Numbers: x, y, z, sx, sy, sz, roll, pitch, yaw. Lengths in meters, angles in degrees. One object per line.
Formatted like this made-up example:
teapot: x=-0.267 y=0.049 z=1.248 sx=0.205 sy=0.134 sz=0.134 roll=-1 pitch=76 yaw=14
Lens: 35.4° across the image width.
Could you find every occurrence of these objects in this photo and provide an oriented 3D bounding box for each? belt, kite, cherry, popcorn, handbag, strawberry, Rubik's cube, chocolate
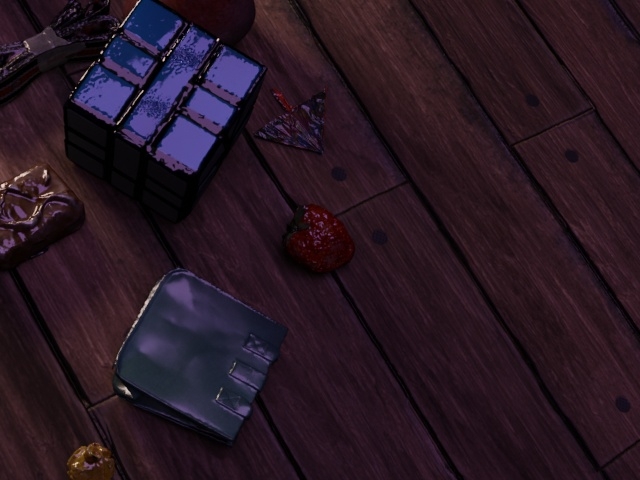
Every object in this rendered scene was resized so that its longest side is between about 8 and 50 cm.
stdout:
belt: x=-0.565 y=-0.382 z=2.034 sx=0.359 sy=0.094 sz=0.126 roll=-38 pitch=83 yaw=-28
kite: x=-0.047 y=-0.266 z=2.204 sx=0.232 sy=0.009 sz=0.189 roll=-33 pitch=79 yaw=-29
cherry: x=-0.265 y=-0.501 z=2.101 sx=0.307 sy=0.261 sz=0.221 roll=-20 pitch=72 yaw=-7
popcorn: x=-0.397 y=0.388 z=1.741 sx=0.084 sy=0.084 sz=0.084 roll=7 pitch=64 yaw=-15
handbag: x=-0.230 y=0.221 z=1.870 sx=0.274 sy=0.100 sz=0.269 roll=27 pitch=57 yaw=-7
strawberry: x=-0.001 y=-0.001 z=2.033 sx=0.148 sy=0.131 sz=0.131 roll=27 pitch=60 yaw=4
Rubik's cube: x=-0.302 y=-0.243 z=1.928 sx=0.283 sy=0.293 sz=0.288 roll=30 pitch=72 yaw=-1
chocolate: x=-0.553 y=-0.053 z=1.886 sx=0.214 sy=0.093 sz=0.148 roll=-38 pitch=84 yaw=-29

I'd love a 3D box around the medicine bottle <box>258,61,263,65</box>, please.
medicine bottle: x=-0.167 y=-0.367 z=2.188 sx=0.083 sy=0.047 sz=0.047 roll=-5 pitch=68 yaw=-20
